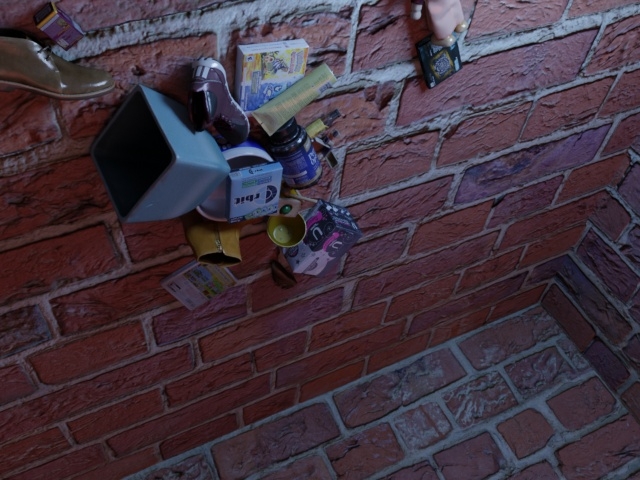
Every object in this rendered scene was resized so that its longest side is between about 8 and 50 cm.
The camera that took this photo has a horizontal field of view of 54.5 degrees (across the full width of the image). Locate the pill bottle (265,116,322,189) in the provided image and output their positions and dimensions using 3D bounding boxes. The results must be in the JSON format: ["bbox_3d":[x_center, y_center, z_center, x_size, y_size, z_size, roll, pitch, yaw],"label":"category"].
[{"bbox_3d":[-0.083,-0.263,1.826,0.123,0.122,0.219,-29,134,-3],"label":"pill bottle"}]

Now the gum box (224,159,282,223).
[{"bbox_3d":[-0.195,-0.138,1.799,0.157,0.041,0.184,-15,144,-23],"label":"gum box"}]

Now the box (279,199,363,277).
[{"bbox_3d":[0.000,0.000,2.227,0.163,0.142,0.247,15,125,-48],"label":"box"}]

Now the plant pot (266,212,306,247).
[{"bbox_3d":[-0.122,-0.032,2.122,0.134,0.134,0.095,-21,171,-15],"label":"plant pot"}]

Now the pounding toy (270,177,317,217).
[{"bbox_3d":[-0.109,-0.137,1.966,0.130,0.141,0.100,2,134,-40],"label":"pounding toy"}]

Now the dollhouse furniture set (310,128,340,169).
[{"bbox_3d":[0.024,-0.285,1.907,0.081,0.114,0.091,20,123,-45],"label":"dollhouse furniture set"}]

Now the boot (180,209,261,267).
[{"bbox_3d":[-0.277,-0.011,1.934,0.295,0.211,0.104,-7,140,-32],"label":"boot"}]

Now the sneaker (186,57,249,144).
[{"bbox_3d":[-0.274,-0.309,1.581,0.107,0.162,0.281,-1,144,18],"label":"sneaker"}]

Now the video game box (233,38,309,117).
[{"bbox_3d":[-0.135,-0.429,1.657,0.187,0.048,0.205,-17,144,-25],"label":"video game box"}]

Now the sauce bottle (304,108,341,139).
[{"bbox_3d":[0.004,-0.350,1.870,0.128,0.042,0.042,-33,146,6],"label":"sauce bottle"}]

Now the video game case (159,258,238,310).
[{"bbox_3d":[-0.423,0.145,2.190,0.206,0.026,0.227,-31,146,0],"label":"video game case"}]

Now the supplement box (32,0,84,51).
[{"bbox_3d":[-0.550,-0.450,1.307,0.055,0.043,0.083,-37,145,8],"label":"supplement box"}]

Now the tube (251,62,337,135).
[{"bbox_3d":[-0.069,-0.385,1.678,0.240,0.070,0.062,-36,180,7],"label":"tube"}]

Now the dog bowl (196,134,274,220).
[{"bbox_3d":[-0.262,-0.184,1.820,0.265,0.104,0.264,-21,145,-16],"label":"dog bowl"}]

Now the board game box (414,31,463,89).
[{"bbox_3d":[0.364,-0.560,1.894,0.126,0.026,0.186,-33,146,1],"label":"board game box"}]

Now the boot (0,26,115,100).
[{"bbox_3d":[-0.588,-0.375,1.327,0.306,0.112,0.115,-1,125,-34],"label":"boot"}]

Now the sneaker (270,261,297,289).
[{"bbox_3d":[-0.153,0.144,2.363,0.071,0.066,0.188,-34,146,6],"label":"sneaker"}]

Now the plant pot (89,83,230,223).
[{"bbox_3d":[-0.381,-0.202,1.580,0.247,0.247,0.252,-43,155,27],"label":"plant pot"}]

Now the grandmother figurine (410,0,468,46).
[{"bbox_3d":[0.304,-0.672,1.650,0.207,0.104,0.342,-55,146,-14],"label":"grandmother figurine"}]
